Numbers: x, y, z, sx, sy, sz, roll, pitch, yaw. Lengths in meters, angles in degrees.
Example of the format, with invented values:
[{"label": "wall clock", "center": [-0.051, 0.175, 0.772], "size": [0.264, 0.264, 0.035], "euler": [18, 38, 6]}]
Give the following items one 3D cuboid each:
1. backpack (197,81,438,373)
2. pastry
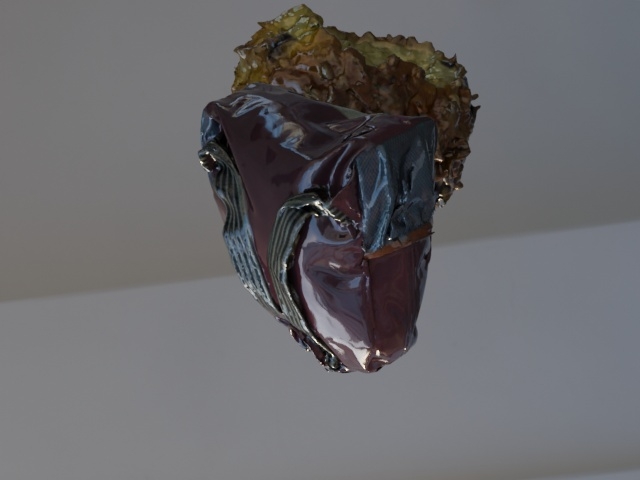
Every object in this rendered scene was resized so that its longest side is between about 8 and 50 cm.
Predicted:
[{"label": "backpack", "center": [0.000, 0.000, 1.372], "size": [0.283, 0.197, 0.317], "euler": [22, 128, 43]}, {"label": "pastry", "center": [0.040, -0.143, 1.819], "size": [0.292, 0.405, 0.337], "euler": [37, 112, 46]}]
